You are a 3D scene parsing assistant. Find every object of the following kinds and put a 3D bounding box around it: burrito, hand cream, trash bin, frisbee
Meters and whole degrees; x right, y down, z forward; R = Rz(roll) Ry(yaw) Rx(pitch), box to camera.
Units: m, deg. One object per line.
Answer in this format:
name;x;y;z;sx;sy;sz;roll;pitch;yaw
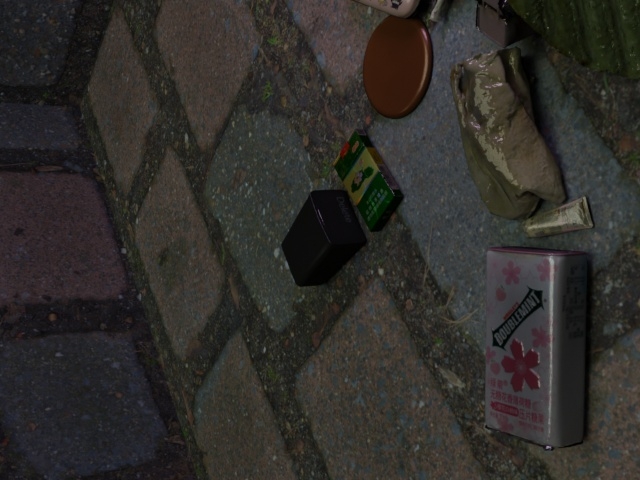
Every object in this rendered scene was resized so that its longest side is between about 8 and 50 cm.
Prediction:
burrito;0.347;-0.201;1.599;0.190;0.135;0.332;-23;76;46
hand cream;0.446;-0.039;1.547;0.143;0.039;0.061;-18;78;46
trash bin;0.000;0.000;2.139;0.225;0.115;0.165;-54;51;47
frisbee;0.177;-0.413;1.933;0.251;0.021;0.251;2;92;55

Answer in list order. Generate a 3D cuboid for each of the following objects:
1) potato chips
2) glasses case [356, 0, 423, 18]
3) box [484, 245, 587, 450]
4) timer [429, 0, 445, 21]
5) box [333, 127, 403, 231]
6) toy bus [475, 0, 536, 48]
potato chips;0.457;-0.447;1.298;0.358;0.070;0.429;-11;114;35
glasses case;0.141;-0.604;1.923;0.314;0.075;0.122;41;119;48
box;0.402;0.199;1.552;0.190;0.112;0.370;4;94;57
timer;0.285;-0.574;1.680;0.266;0.175;0.175;150;114;-70
box;0.114;-0.150;2.022;0.132;0.034;0.235;-58;47;40
toy bus;0.354;-0.513;1.471;0.112;0.138;0.317;52;158;38
